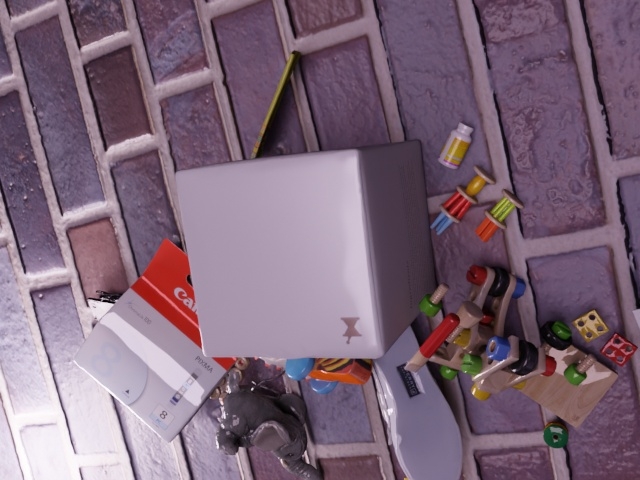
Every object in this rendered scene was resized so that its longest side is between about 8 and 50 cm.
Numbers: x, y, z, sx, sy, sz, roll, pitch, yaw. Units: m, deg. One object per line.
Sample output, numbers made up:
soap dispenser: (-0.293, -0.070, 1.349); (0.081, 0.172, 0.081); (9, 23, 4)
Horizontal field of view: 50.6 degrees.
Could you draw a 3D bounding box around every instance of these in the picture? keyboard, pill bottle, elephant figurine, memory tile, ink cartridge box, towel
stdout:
keyboard: (-0.484, 0.167, 1.670); (0.192, 0.038, 0.100); (7, 126, 20)
pill bottle: (0.258, -0.180, 1.279); (0.043, 0.043, 0.083); (30, 111, 15)
elephant figurine: (-0.099, 0.420, 1.507); (0.239, 0.186, 0.169); (11, 61, 10)
memory tile: (-0.236, 0.314, 1.600); (0.113, 0.012, 0.148); (28, 110, 15)
ink cartridge box: (-0.355, 0.236, 1.563); (0.308, 0.091, 0.385); (40, 113, 5)
towel: (-0.092, -0.270, 1.378); (0.021, 0.102, 0.237); (21, 109, -7)

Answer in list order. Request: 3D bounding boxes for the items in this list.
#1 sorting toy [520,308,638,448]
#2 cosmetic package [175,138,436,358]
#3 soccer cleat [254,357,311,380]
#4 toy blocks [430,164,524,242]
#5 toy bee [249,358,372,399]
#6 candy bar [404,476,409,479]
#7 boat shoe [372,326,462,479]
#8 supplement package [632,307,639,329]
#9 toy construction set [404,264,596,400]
sorting toy: (0.470, 0.253, 1.277); (0.132, 0.046, 0.275); (33, 111, 14)
cosmetic package: (0.000, 0.000, 1.231); (0.329, 0.393, 0.328); (-4, 99, 22)
soccer cleat: (-0.060, 0.254, 1.492); (0.196, 0.068, 0.076); (18, 92, 17)
toy blocks: (0.292, -0.049, 1.286); (0.123, 0.054, 0.148); (43, 113, 10)
toy bee: (-0.021, 0.219, 1.373); (0.298, 0.195, 0.162); (-4, 56, 25)
candy bar: (0.209, 0.452, 1.441); (0.040, 0.018, 0.162); (12, 106, 20)
boat shoe: (0.173, 0.325, 1.366); (0.135, 0.156, 0.367); (-22, 79, -4)
supplement package: (0.651, 0.202, 1.076); (0.199, 0.198, 0.263); (-24, 75, 24)
toy construction set: (0.266, 0.201, 1.222); (0.237, 0.308, 0.257); (-58, 45, 32)
